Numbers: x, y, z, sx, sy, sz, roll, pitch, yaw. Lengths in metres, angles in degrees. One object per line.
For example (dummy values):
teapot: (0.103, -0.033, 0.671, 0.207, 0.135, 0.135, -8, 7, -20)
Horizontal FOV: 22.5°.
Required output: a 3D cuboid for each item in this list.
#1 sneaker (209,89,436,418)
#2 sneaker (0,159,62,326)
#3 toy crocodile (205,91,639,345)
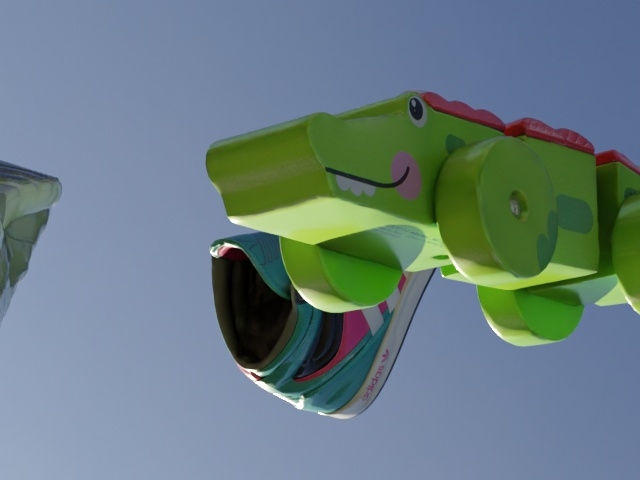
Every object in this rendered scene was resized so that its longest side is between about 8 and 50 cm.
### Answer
sneaker: (0.000, 0.000, 1.347, 0.124, 0.178, 0.295, 22, -84, 45)
sneaker: (-0.213, 0.014, 0.867, 0.105, 0.281, 0.115, 16, -78, -2)
toy crocodile: (0.088, -0.015, 0.769, 0.115, 0.341, 0.105, -15, -110, 44)
